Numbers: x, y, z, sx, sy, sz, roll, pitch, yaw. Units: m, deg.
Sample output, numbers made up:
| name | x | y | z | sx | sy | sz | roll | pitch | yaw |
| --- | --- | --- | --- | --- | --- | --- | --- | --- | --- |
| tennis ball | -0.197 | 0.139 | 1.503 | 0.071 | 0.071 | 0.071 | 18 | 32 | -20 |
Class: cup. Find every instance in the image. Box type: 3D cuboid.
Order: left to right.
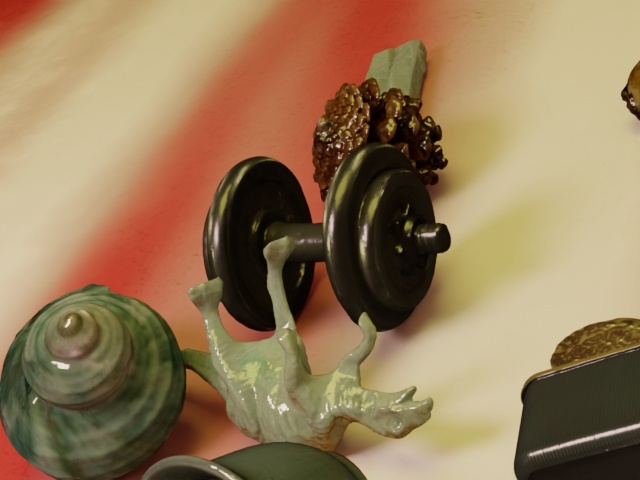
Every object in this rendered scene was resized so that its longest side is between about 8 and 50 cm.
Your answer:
| name | x | y | z | sx | sy | sz | roll | pitch | yaw |
| --- | --- | --- | --- | --- | --- | --- | --- | --- | --- |
| cup | -0.031 | 0.233 | 1.045 | 0.199 | 0.199 | 0.150 | 7 | 22 | 40 |

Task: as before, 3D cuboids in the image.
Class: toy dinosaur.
| name | x | y | z | sx | sy | sz | roll | pitch | yaw |
| --- | --- | --- | --- | --- | --- | --- | --- | --- | --- |
| toy dinosaur | -0.065 | 0.115 | 1.258 | 0.393 | 0.205 | 0.092 | -19 | -1 | 42 |

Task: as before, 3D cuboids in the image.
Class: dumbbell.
| name | x | y | z | sx | sy | sz | roll | pitch | yaw |
| --- | --- | --- | --- | --- | --- | --- | --- | --- | --- |
| dumbbell | 0.000 | 0.000 | 1.362 | 0.290 | 0.192 | 0.192 | -2 | 35 | 31 |

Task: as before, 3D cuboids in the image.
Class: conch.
| name | x | y | z | sx | sy | sz | roll | pitch | yaw |
| --- | --- | --- | --- | --- | --- | --- | --- | --- | --- |
| conch | -0.230 | 0.132 | 1.308 | 0.196 | 0.277 | 0.220 | 1 | 69 | -1 |

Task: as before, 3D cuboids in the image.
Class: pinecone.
| name | x | y | z | sx | sy | sz | roll | pitch | yaw |
| --- | --- | --- | --- | --- | --- | --- | --- | --- | --- |
| pinecone | 0.068 | -0.108 | 1.541 | 0.174 | 0.173 | 0.173 | -16 | 30 | 10 |

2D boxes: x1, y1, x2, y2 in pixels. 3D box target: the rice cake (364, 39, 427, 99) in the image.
| name | x | y | z | sx | sy | sz | roll | pitch | yaw |
| --- | --- | --- | --- | --- | --- | --- | --- | --- | --- |
| rice cake | 0.096 | -0.203 | 1.782 | 0.085 | 0.040 | 0.226 | -11 | 32 | 19 |

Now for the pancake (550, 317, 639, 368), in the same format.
| name | x | y | z | sx | sy | sz | roll | pitch | yaw |
| --- | --- | --- | --- | --- | --- | --- | --- | --- | --- |
| pancake | 0.264 | 0.105 | 1.199 | 0.115 | 0.011 | 0.115 | -16 | 30 | 10 |

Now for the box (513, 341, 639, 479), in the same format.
| name | x | y | z | sx | sy | sz | roll | pitch | yaw |
| --- | --- | --- | --- | --- | --- | --- | --- | --- | --- |
| box | 0.252 | 0.155 | 0.965 | 0.201 | 0.144 | 0.090 | -21 | 30 | 33 |

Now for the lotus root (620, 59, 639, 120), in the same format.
| name | x | y | z | sx | sy | sz | roll | pitch | yaw |
| --- | --- | --- | --- | --- | --- | --- | --- | --- | --- |
| lotus root | 0.468 | -0.206 | 1.495 | 0.259 | 0.097 | 0.110 | -15 | 27 | 4 |
